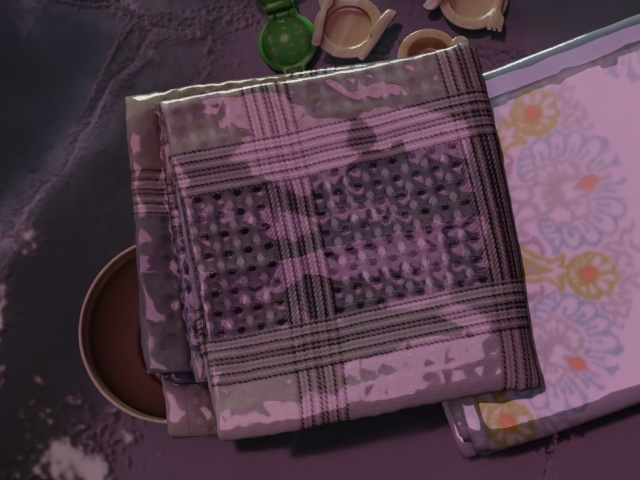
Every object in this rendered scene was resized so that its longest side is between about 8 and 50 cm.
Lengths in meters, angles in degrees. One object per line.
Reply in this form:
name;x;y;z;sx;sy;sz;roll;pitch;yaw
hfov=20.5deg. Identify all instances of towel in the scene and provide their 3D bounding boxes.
towel;0.240;-0.014;1.534;0.375;0.090;0.320;-20;80;7
towel;0.000;0.000;1.489;0.324;0.056;0.312;-9;80;4

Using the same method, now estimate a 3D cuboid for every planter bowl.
planter bowl;-0.123;0.085;1.569;0.162;0.109;0.162;-1;80;6

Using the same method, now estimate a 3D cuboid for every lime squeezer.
lime squeezer;-0.033;-0.205;1.614;0.059;0.110;0.310;-19;108;-9

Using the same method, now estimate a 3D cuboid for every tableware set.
tableware set;0.082;-0.211;1.617;0.169;0.020;0.141;25;74;15
